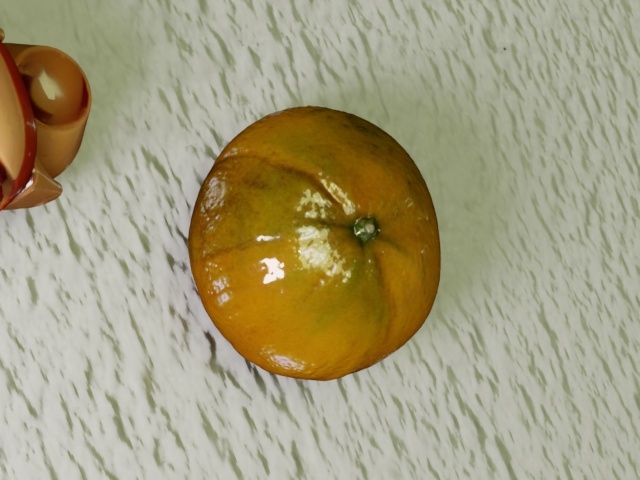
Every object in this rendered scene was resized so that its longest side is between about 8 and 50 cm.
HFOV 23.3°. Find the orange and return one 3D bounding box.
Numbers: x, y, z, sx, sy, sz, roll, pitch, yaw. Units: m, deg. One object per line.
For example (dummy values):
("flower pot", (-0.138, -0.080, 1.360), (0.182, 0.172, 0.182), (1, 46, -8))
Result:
("orange", (0.000, 0.000, 1.336), (0.240, 0.171, 0.240), (7, 73, -25))

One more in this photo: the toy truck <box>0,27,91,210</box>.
("toy truck", (-0.315, -0.077, 1.205), (0.265, 0.239, 0.189), (-21, 87, 11))
